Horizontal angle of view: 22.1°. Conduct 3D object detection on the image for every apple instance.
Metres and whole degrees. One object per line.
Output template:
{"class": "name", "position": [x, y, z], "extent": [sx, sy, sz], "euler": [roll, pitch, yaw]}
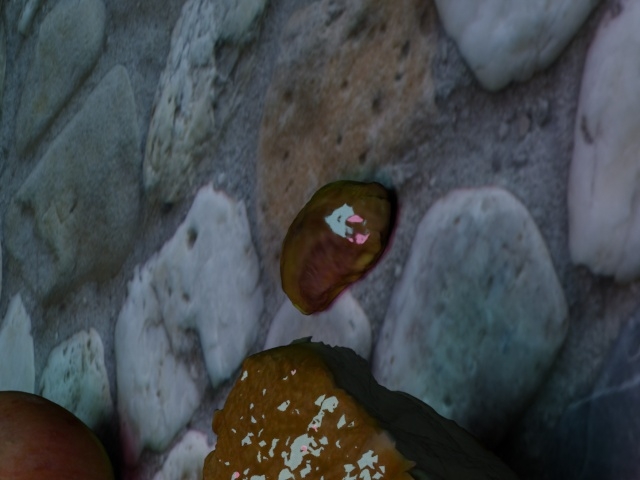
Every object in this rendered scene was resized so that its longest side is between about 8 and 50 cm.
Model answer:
{"class": "apple", "position": [-0.330, 0.289, 1.713], "extent": [0.261, 0.194, 0.260], "euler": [-15, 63, 33]}

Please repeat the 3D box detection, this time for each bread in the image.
{"class": "bread", "position": [0.027, 0.238, 1.113], "extent": [0.250, 0.225, 0.279], "euler": [42, 109, 48]}

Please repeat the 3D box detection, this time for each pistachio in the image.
{"class": "pistachio", "position": [0.000, 0.000, 1.402], "extent": [0.173, 0.049, 0.089], "euler": [-44, 45, 45]}
